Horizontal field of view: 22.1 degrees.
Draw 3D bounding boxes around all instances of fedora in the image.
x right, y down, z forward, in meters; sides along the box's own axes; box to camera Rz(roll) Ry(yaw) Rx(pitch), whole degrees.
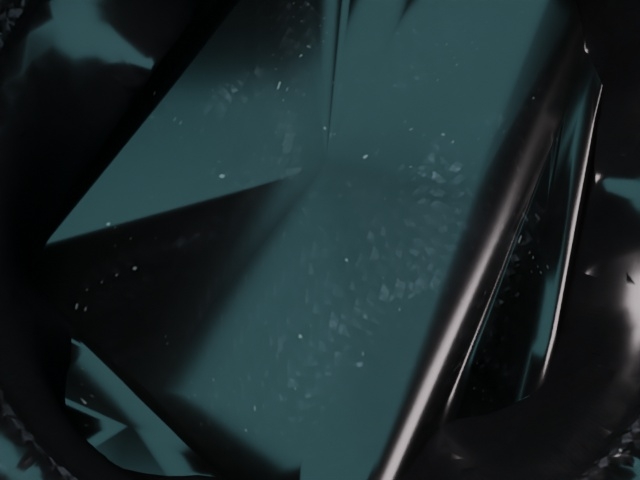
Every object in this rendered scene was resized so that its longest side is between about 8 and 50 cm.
[{"bbox_3d":[0.000,0.000,0.549,0.334,0.152,0.334,4,68,-11],"label":"fedora"}]
